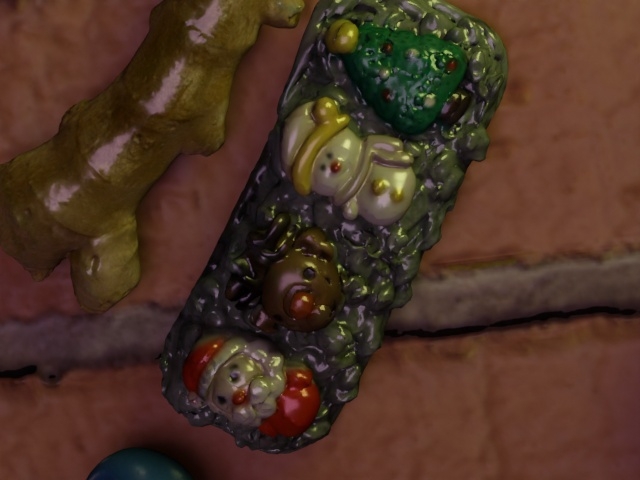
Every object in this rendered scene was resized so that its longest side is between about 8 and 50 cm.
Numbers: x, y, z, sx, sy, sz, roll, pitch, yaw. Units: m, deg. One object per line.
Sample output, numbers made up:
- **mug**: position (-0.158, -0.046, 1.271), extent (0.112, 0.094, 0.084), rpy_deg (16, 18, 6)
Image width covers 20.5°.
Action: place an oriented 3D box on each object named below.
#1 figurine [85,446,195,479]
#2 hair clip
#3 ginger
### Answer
- **figurine**: position (-0.179, 0.350, 1.162), extent (0.243, 0.298, 0.416), rpy_deg (47, 111, 37)
- **hair clip**: position (0.000, 0.000, 1.094), extent (0.138, 0.091, 0.321), rpy_deg (27, 109, 5)
- **ginger**: position (-0.110, -0.091, 1.117), extent (0.118, 0.065, 0.299), rpy_deg (31, 111, -7)
